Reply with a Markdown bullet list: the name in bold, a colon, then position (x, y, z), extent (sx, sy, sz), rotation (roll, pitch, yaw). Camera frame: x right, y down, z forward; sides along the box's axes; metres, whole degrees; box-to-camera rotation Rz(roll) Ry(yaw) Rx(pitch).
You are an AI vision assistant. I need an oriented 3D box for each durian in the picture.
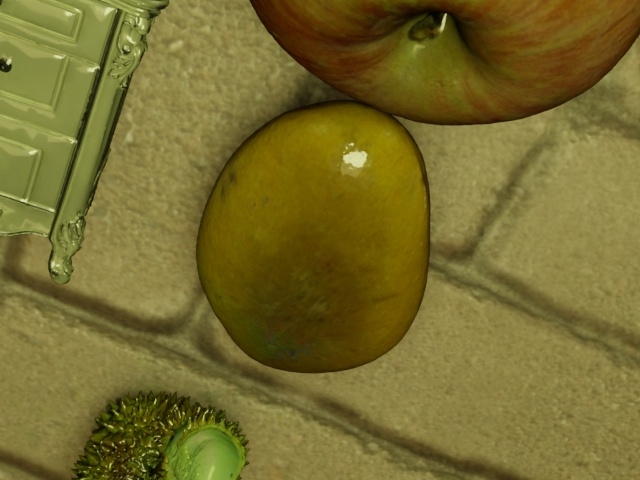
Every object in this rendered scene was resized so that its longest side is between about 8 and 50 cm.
- **durian**: position (-0.201, 0.288, 1.468), extent (0.176, 0.200, 0.237), rotation (22, 104, 18)

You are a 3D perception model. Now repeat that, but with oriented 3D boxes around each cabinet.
- **cabinet**: position (-0.324, -0.173, 1.220), extent (0.290, 0.227, 0.318), rotation (19, 115, -10)

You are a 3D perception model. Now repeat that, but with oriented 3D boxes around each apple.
- **apple**: position (0.117, -0.300, 1.074), extent (0.400, 0.333, 0.400), rotation (10, 160, 4)

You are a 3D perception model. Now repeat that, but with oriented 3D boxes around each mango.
- **mango**: position (0.000, 0.000, 1.288), extent (0.253, 0.182, 0.365), rotation (22, 142, -1)
